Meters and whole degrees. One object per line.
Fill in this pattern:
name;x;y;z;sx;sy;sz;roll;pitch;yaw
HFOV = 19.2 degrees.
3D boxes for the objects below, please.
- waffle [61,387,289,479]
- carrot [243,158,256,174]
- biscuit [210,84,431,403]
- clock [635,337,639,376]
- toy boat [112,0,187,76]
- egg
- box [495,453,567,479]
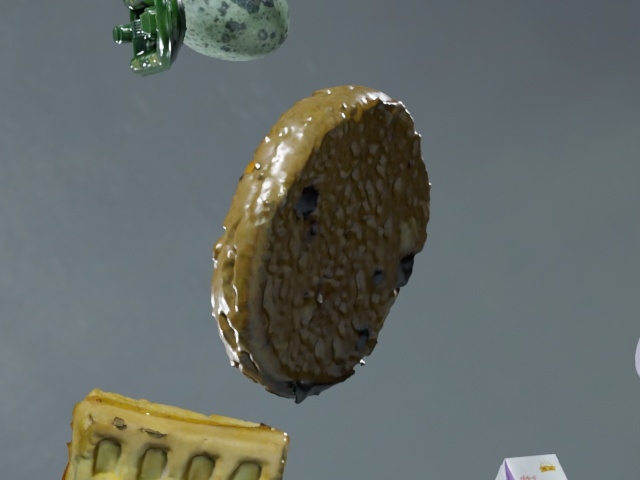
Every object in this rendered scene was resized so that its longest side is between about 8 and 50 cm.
waffle;-0.164;0.318;1.870;0.224;0.328;0.098;10;14;-12
carrot;-0.046;-0.040;2.109;0.067;0.067;0.225;-33;-20;-5
biscuit;-0.002;0.000;1.705;0.075;0.296;0.296;16;31;31
clock;0.360;0.021;1.288;0.338;0.102;0.338;-47;6;7
toy boat;-0.181;-0.234;2.053;0.052;0.104;0.210;-4;3;-18
egg;-0.111;-0.280;2.246;0.132;0.172;0.132;-34;41;36
box;0.184;0.227;1.511;0.050;0.117;0.036;-4;-43;-24
